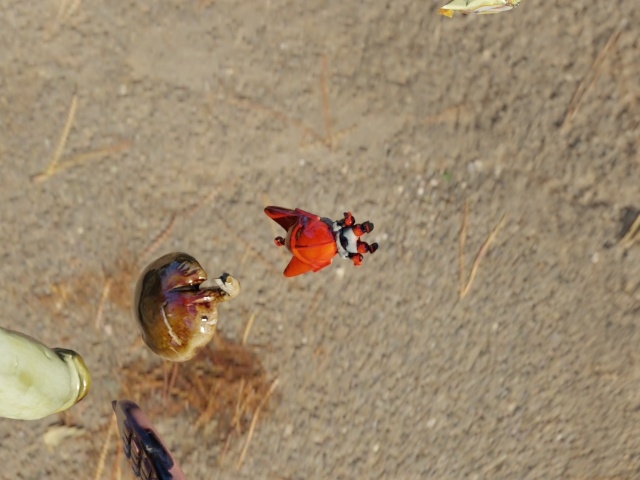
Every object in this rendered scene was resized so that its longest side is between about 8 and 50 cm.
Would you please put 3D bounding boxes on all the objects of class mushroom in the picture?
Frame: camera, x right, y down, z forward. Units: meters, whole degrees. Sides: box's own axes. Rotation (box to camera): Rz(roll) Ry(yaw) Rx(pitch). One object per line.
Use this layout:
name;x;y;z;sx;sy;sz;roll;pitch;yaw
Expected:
mushroom;-0.170;0.078;1.675;0.171;0.080;0.135;-27;77;31
mushroom;-0.313;0.115;1.248;0.100;0.312;0.081;-17;71;12

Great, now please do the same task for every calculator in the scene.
calculator;-0.174;0.334;1.660;0.048;0.220;0.329;-27;75;-16

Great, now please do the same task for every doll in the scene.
doll;0.000;0.000;1.861;0.057;0.169;0.109;-32;113;-42

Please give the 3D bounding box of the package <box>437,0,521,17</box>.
package;0.239;-0.353;2.013;0.121;0.108;0.031;-11;91;18
